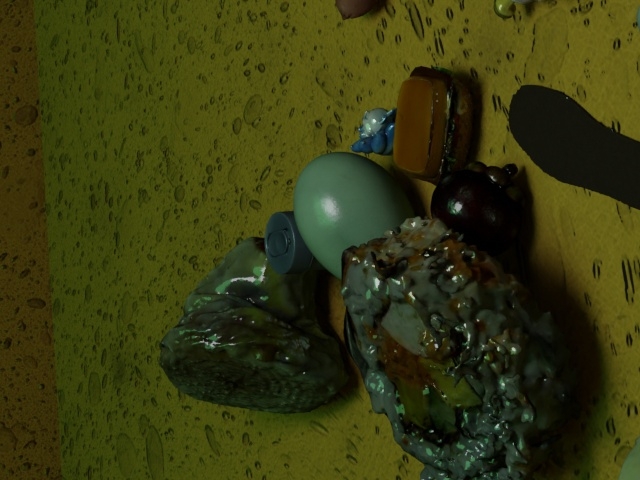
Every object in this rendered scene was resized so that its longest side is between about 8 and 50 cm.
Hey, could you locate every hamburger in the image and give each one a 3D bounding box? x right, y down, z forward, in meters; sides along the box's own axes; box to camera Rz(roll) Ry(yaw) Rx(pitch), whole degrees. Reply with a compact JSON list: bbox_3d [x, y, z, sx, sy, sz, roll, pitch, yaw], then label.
[{"bbox_3d":[0.163,-0.167,2.017,0.137,0.087,0.166,28,115,56],"label":"hamburger"}]

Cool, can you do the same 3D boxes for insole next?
[{"bbox_3d":[0.338,-0.117,1.806,0.328,0.007,0.111,38,126,52],"label":"insole"}]

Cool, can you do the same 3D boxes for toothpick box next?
[{"bbox_3d":[0.000,0.000,2.245,0.101,0.153,0.101,10,102,58],"label":"toothpick box"}]

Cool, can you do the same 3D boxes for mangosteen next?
[{"bbox_3d":[0.221,-0.049,1.913,0.140,0.140,0.140,9,101,59],"label":"mangosteen"}]

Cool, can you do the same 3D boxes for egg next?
[{"bbox_3d":[0.056,-0.028,2.122,0.231,0.168,0.168,54,143,3],"label":"egg"}]

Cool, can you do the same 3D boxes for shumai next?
[{"bbox_3d":[-0.101,0.131,2.367,0.304,0.309,0.263,-27,44,56],"label":"shumai"}]

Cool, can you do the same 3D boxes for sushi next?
[{"bbox_3d":[0.178,0.153,1.890,0.417,0.176,0.417,45,151,34],"label":"sushi"}]

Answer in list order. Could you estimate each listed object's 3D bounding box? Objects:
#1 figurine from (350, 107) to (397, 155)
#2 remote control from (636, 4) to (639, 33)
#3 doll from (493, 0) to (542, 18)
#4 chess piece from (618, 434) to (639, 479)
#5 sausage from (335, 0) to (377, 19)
[{"bbox_3d":[0.103,-0.170,2.119,0.079,0.114,0.114,59,148,-4],"label":"figurine"},{"bbox_3d":[0.442,-0.133,1.569,0.128,0.065,0.335,-28,69,55],"label":"remote control"},{"bbox_3d":[0.281,-0.369,1.805,0.207,0.081,0.129,-44,44,49],"label":"doll"},{"bbox_3d":[0.493,0.300,1.398,0.442,0.234,0.234,-165,74,-63],"label":"chess piece"},{"bbox_3d":[0.102,-0.514,2.092,0.088,0.088,0.433,53,136,43],"label":"sausage"}]
